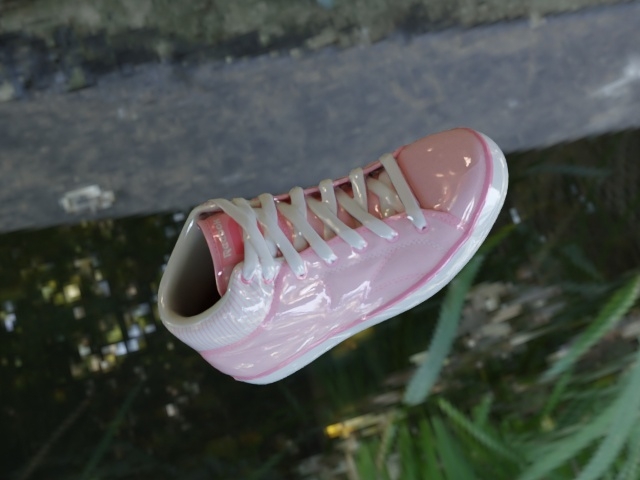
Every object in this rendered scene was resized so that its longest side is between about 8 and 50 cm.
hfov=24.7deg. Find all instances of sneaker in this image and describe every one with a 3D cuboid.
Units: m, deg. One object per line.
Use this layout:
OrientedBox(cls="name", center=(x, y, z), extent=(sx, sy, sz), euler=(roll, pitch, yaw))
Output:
OrientedBox(cls="sneaker", center=(0.000, 0.000, 0.518), extent=(0.134, 0.051, 0.070), euler=(-37, 142, 17))
